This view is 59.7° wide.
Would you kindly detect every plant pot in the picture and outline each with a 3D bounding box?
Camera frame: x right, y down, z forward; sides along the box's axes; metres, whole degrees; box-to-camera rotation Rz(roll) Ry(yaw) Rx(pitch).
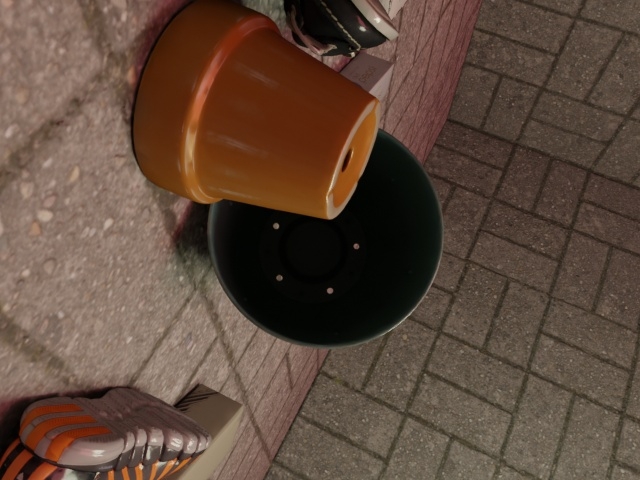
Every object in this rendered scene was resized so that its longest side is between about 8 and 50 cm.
[{"bbox_3d":[-0.049,-0.115,0.569,0.205,0.188,0.205,-60,166,-26],"label":"plant pot"},{"bbox_3d":[0.000,0.000,0.798,0.235,0.293,0.293,121,-6,-81],"label":"plant pot"}]

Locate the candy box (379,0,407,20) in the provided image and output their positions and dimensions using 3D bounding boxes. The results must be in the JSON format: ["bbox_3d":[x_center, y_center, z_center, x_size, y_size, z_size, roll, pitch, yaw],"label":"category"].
[{"bbox_3d":[0.126,-0.475,0.915,0.196,0.070,0.165,-58,165,-37],"label":"candy box"}]

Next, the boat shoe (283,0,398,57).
[{"bbox_3d":[0.010,-0.241,0.597,0.091,0.114,0.302,-36,-163,15],"label":"boat shoe"}]

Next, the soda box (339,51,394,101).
[{"bbox_3d":[0.059,-0.262,1.012,0.216,0.074,0.069,-55,163,-42],"label":"soda box"}]

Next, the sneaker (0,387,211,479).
[{"bbox_3d":[-0.255,0.274,0.631,0.180,0.125,0.321,-61,156,-6],"label":"sneaker"}]

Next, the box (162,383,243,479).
[{"bbox_3d":[-0.231,0.348,0.869,0.275,0.094,0.113,-37,149,-66],"label":"box"}]
